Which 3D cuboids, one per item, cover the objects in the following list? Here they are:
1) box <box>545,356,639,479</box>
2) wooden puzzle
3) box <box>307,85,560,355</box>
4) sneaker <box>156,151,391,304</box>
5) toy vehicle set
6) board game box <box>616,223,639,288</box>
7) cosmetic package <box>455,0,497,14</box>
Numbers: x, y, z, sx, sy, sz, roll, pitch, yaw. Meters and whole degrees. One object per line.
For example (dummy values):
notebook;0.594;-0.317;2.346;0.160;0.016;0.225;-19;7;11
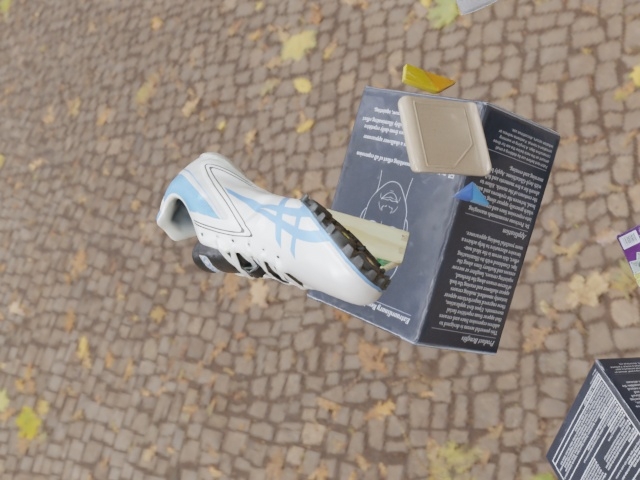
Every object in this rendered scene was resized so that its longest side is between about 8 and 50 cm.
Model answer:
box;0.615;0.430;1.727;0.294;0.182;0.296;-111;27;-49
wooden puzzle;0.099;-0.084;0.727;0.014;0.078;0.116;137;135;-58
box;0.187;-0.038;1.548;0.293;0.212;0.396;21;96;50
sneaker;-0.039;0.002;0.662;0.237;0.085;0.086;27;79;48
toy vehicle set;0.000;0.000;1.065;0.165;0.267;0.035;15;83;-2
board game box;0.729;0.010;1.610;0.346;0.056;0.208;-31;63;34
cosmetic package;0.163;-0.390;1.006;0.107;0.238;0.127;-15;21;28
